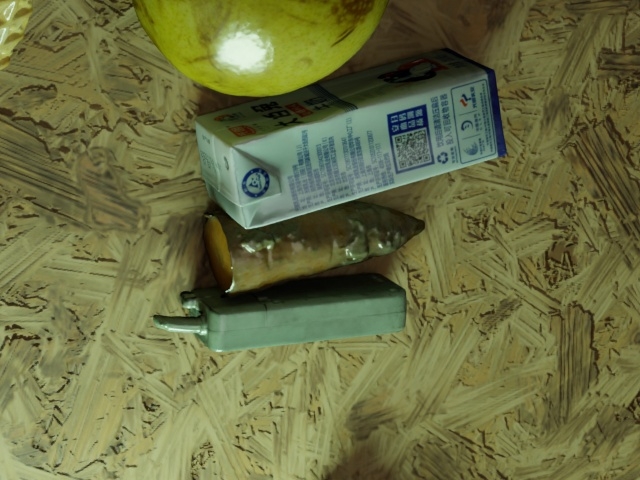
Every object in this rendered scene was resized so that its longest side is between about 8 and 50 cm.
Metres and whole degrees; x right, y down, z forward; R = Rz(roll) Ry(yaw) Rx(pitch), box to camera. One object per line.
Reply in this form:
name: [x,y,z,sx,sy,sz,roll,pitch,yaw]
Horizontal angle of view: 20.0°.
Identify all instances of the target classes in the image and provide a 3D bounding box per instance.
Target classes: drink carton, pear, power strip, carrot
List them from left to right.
pear: [-0.062,-0.279,1.793,0.280,0.281,0.281,-7,110,-21]
power strip: [-0.049,0.080,2.009,0.288,0.093,0.053,-5,107,-21]
carrot: [0.000,0.000,2.007,0.263,0.102,0.102,-8,110,-22]
drink carton: [0.031,-0.114,1.959,0.315,0.130,0.107,-16,111,-17]

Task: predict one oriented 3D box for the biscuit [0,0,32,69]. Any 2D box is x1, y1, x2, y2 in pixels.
biscuit: [-0.398,-0.154,1.745,0.309,0.040,0.204,-35,161,-12]
